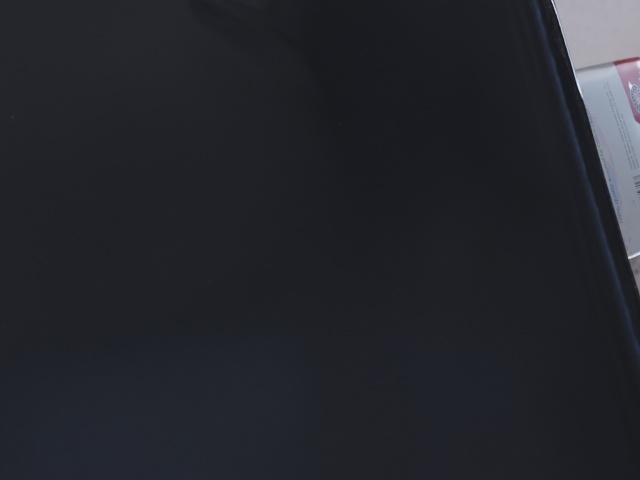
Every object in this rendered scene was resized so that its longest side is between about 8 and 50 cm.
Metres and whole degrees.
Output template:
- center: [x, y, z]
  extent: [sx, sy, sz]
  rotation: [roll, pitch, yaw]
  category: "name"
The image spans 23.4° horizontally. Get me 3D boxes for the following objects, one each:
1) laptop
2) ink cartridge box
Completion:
- center: [-0.120, 0.018, 0.544]
  extent: [0.236, 0.408, 0.382]
  rotation: [-6, -105, -28]
  category: "laptop"
- center: [0.135, -0.035, 1.011]
  extent: [0.127, 0.128, 0.176]
  rotation: [-17, 179, 42]
  category: "ink cartridge box"
